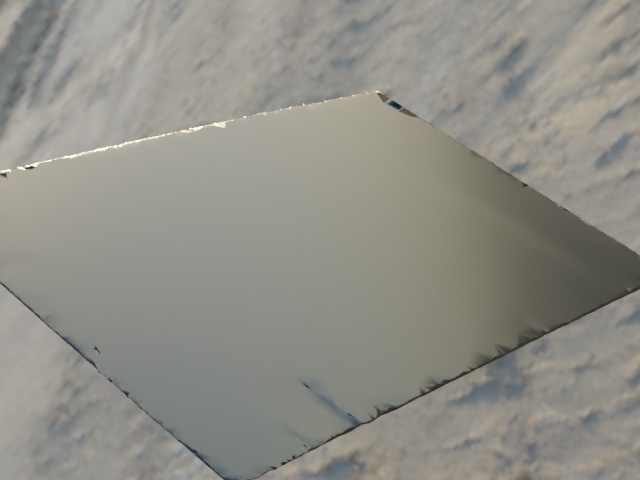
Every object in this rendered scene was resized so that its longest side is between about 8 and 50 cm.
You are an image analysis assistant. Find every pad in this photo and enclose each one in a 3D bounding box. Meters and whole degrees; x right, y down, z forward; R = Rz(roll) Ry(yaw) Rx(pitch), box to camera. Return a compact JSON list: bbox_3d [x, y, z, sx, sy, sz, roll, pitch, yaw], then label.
[{"bbox_3d":[0.000,0.000,0.510,0.163,0.243,0.004,36,125,30],"label":"pad"}]
